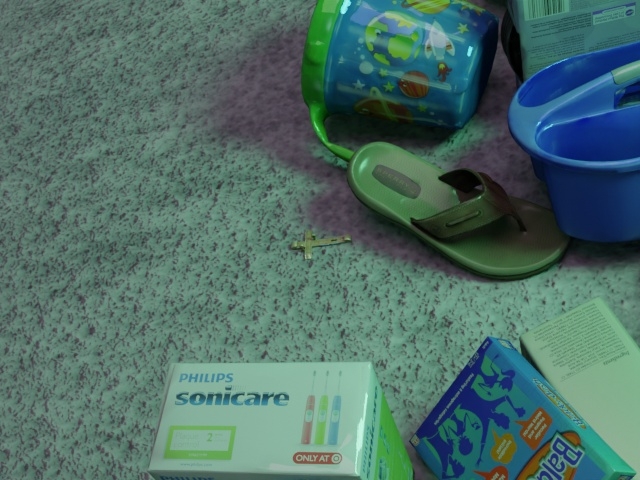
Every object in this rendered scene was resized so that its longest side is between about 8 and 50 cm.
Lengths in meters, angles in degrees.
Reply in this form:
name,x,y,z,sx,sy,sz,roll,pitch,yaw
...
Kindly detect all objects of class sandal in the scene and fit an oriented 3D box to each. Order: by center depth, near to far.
name,x,y,z,sx,sy,sz,roll,pitch,yaw
sandal,0.171,-0.044,1.329,0.303,0.086,0.120,24,66,10

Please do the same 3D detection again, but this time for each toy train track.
name,x,y,z,sx,sy,sz,roll,pitch,yaw
toy train track,0.000,0.000,1.413,0.083,0.014,0.048,-7,54,10

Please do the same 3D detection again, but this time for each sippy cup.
name,x,y,z,sx,sy,sz,roll,pitch,yaw
sippy cup,0.120,-0.261,1.448,0.224,0.305,0.240,19,33,14

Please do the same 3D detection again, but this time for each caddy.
name,x,y,z,sx,sy,sz,roll,pitch,yaw
caddy,0.402,-0.146,1.271,0.341,0.179,0.241,-13,41,3

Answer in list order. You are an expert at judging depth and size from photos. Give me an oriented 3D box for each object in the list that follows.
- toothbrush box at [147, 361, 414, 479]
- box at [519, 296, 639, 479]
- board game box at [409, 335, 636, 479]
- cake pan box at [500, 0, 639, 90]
name,x,y,z,sx,sy,sz,roll,pitch,yaw
toothbrush box,-0.026,0.239,1.080,0.206,0.283,0.122,-1,55,14
box,0.330,0.202,1.125,0.113,0.094,0.275,-25,53,-2
board game box,0.207,0.229,1.109,0.160,0.047,0.210,-57,47,17
cake pan box,0.373,-0.276,1.361,0.267,0.245,0.070,-13,49,7
